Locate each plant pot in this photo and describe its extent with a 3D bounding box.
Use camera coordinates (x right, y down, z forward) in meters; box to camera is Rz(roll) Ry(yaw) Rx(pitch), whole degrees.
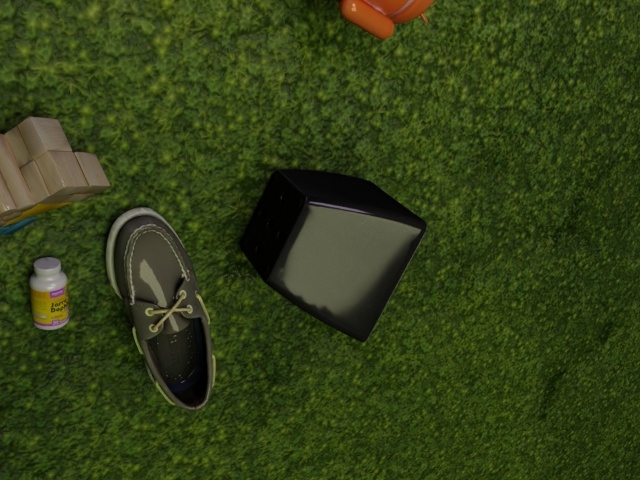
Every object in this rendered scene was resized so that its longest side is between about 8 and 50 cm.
[{"bbox_3d":[0.000,0.000,0.995,0.167,0.188,0.187,20,104,-29],"label":"plant pot"}]

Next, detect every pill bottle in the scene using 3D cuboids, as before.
[{"bbox_3d":[-0.329,0.064,0.871,0.043,0.043,0.083,-12,123,-31],"label":"pill bottle"}]

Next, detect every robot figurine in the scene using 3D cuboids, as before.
[{"bbox_3d":[0.061,-0.340,0.858,0.220,0.158,0.128,11,131,-40],"label":"robot figurine"}]

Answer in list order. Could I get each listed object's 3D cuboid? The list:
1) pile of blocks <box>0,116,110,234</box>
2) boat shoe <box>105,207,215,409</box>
[{"bbox_3d":[-0.407,-0.045,0.725,0.362,0.149,0.112,-23,85,-35],"label":"pile of blocks"},{"bbox_3d":[-0.201,0.098,0.954,0.109,0.091,0.304,-24,128,-24],"label":"boat shoe"}]
